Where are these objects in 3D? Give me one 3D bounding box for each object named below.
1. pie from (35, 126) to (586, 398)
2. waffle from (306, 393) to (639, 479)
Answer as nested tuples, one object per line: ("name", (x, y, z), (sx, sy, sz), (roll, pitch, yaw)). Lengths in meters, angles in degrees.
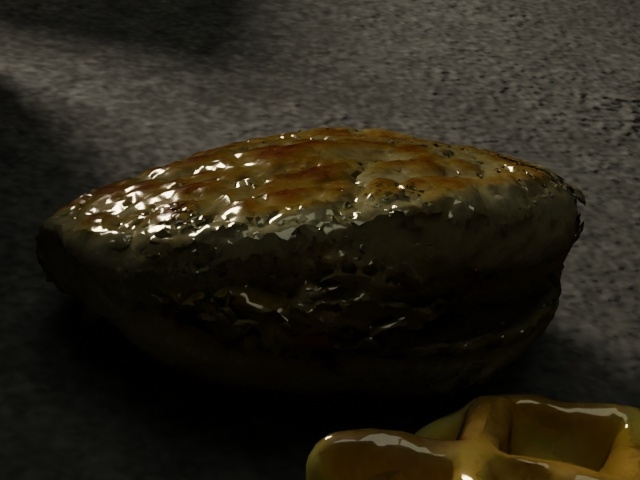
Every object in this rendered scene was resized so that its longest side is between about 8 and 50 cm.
("pie", (0.000, 0.000, 0.514), (0.193, 0.079, 0.163), (-6, 22, -26))
("waffle", (0.119, 0.116, 0.349), (0.309, 0.065, 0.283), (-10, 35, -35))
